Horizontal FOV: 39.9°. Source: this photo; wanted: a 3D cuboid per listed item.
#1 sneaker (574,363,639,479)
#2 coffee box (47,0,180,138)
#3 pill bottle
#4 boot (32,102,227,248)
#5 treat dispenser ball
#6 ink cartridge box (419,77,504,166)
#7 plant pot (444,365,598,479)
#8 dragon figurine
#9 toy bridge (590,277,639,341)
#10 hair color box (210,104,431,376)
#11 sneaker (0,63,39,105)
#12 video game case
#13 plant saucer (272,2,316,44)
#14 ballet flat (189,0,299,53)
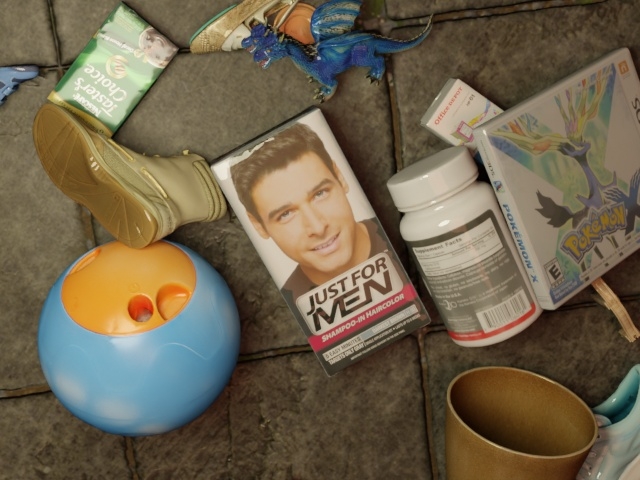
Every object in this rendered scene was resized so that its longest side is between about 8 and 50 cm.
[{"bbox_3d":[0.458,0.359,1.488,0.150,0.135,0.366,43,84,-8],"label":"sneaker"},{"bbox_3d":[-0.309,-0.250,1.323,0.113,0.040,0.184,39,95,-13],"label":"coffee box"},{"bbox_3d":[0.222,0.008,1.369,0.161,0.161,0.283,-27,102,0],"label":"pill bottle"},{"bbox_3d":[-0.275,-0.108,1.294,0.262,0.203,0.095,42,119,15],"label":"boot"},{"bbox_3d":[-0.260,0.137,1.278,0.288,0.288,0.288,-1,101,-6],"label":"treat dispenser ball"},{"bbox_3d":[0.232,-0.186,1.387,0.122,0.052,0.088,32,96,-10],"label":"ink cartridge box"},{"bbox_3d":[0.300,0.376,1.433,0.237,0.237,0.254,5,114,-7],"label":"plant pot"},{"bbox_3d":[0.034,-0.292,1.291,0.289,0.144,0.085,-18,58,3],"label":"dragon figurine"},{"bbox_3d":[0.473,0.095,1.462,0.026,0.063,0.188,-38,103,2],"label":"toy bridge"},{"bbox_3d":[0.000,0.000,1.369,0.185,0.113,0.374,-29,102,0],"label":"hair color box"},{"bbox_3d":[-0.480,-0.224,1.306,0.144,0.053,0.059,-16,102,6],"label":"sneaker"},{"bbox_3d":[0.410,-0.101,1.365,0.329,0.036,0.300,-30,104,-25],"label":"video game case"},{"bbox_3d":[-0.032,-0.321,1.352,0.083,0.013,0.083,-1,101,-5],"label":"plant saucer"},{"bbox_3d":[-0.100,-0.330,1.310,0.206,0.073,0.067,-39,86,4],"label":"ballet flat"}]
